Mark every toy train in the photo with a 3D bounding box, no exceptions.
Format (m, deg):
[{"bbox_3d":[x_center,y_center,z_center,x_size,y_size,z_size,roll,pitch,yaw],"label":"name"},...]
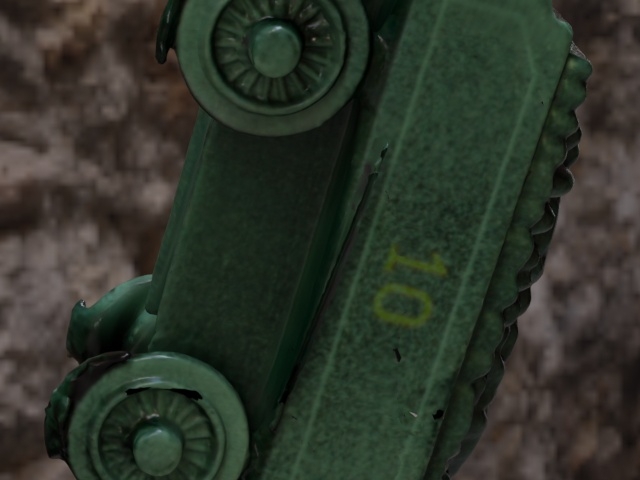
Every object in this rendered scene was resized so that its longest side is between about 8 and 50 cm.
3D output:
[{"bbox_3d":[0.000,0.000,0.419,0.099,0.172,0.070,15,18,-9],"label":"toy train"}]
